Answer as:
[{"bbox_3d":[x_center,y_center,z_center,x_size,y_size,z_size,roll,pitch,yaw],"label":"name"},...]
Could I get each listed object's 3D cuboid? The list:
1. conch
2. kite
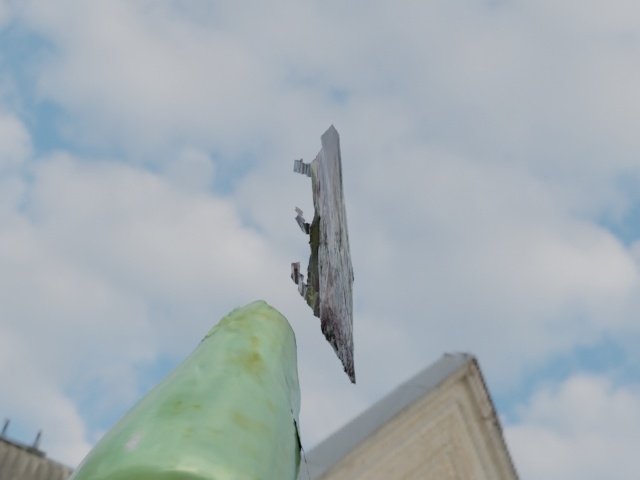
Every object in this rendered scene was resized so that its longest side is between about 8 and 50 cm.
[{"bbox_3d":[-0.070,0.151,0.717,0.137,0.250,0.143,-31,-82,16],"label":"conch"},{"bbox_3d":[-0.004,0.000,1.059,0.022,0.360,0.204,-4,-85,-7],"label":"kite"}]
